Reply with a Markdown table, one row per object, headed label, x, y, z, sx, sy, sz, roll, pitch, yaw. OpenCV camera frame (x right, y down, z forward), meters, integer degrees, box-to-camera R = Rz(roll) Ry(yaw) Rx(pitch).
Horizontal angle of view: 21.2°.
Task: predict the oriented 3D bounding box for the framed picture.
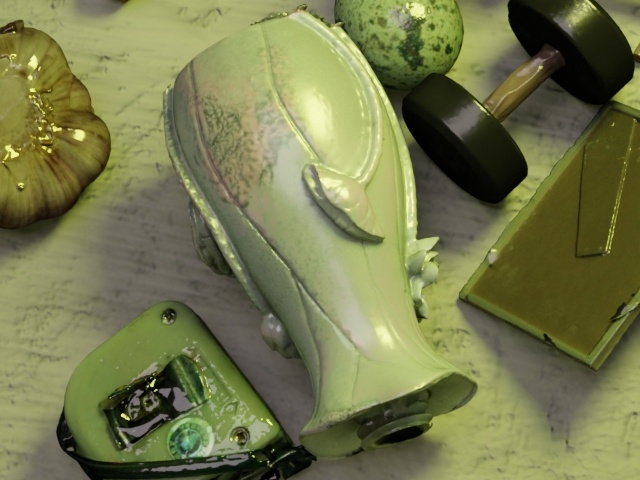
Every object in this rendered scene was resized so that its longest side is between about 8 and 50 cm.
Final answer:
| label | x | y | z | sx | sy | sz | roll | pitch | yaw |
| --- | --- | --- | --- | --- | --- | --- | --- | --- | --- |
| framed picture | 0.291 | -0.014 | 1.774 | 0.281 | 0.019 | 0.209 | -50 | 43 | -8 |

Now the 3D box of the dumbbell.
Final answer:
| label | x | y | z | sx | sy | sz | roll | pitch | yaw |
| --- | --- | --- | --- | --- | --- | --- | --- | --- | --- |
| dumbbell | 0.210 | -0.161 | 1.821 | 0.218 | 0.152 | 0.152 | -43 | 67 | -6 |

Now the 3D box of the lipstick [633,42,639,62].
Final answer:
| label | x | y | z | sx | sy | sz | roll | pitch | yaw |
| --- | --- | --- | --- | --- | --- | --- | --- | --- | --- |
| lipstick | 0.374 | -0.237 | 1.886 | 0.019 | 0.019 | 0.094 | 29 | 78 | 21 |

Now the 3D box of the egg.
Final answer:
| label | x | y | z | sx | sy | sz | roll | pitch | yaw |
| --- | --- | --- | --- | --- | --- | --- | --- | --- | --- |
| egg | 0.082 | -0.240 | 1.891 | 0.132 | 0.132 | 0.172 | -40 | 54 | -4 |

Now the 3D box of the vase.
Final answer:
| label | x | y | z | sx | sy | sz | roll | pitch | yaw |
| --- | --- | --- | --- | --- | --- | --- | --- | --- | --- |
| vase | 0.000 | 0.000 | 1.760 | 0.250 | 0.250 | 0.445 | -22 | 71 | 3 |

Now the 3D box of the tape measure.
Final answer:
| label | x | y | z | sx | sy | sz | roll | pitch | yaw |
| --- | --- | --- | --- | --- | --- | --- | --- | --- | --- |
| tape measure | -0.155 | 0.199 | 1.784 | 0.207 | 0.115 | 0.235 | -37 | 66 | -6 |

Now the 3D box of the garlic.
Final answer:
| label | x | y | z | sx | sy | sz | roll | pitch | yaw |
| --- | --- | --- | --- | --- | --- | --- | --- | --- | --- |
| garlic | -0.361 | -0.122 | 1.935 | 0.245 | 0.160 | 0.244 | 3 | 75 | -13 |
